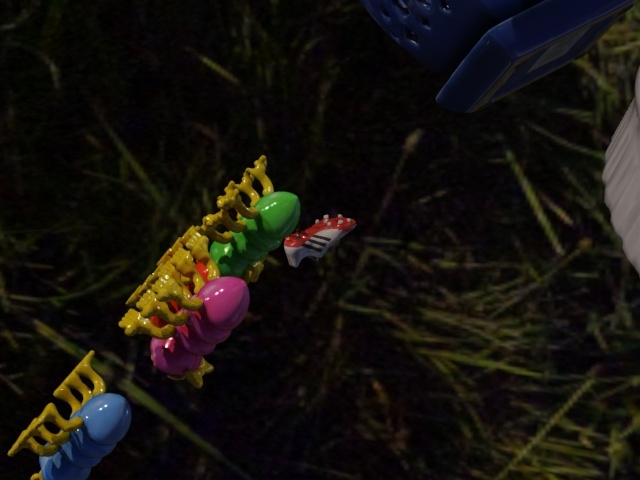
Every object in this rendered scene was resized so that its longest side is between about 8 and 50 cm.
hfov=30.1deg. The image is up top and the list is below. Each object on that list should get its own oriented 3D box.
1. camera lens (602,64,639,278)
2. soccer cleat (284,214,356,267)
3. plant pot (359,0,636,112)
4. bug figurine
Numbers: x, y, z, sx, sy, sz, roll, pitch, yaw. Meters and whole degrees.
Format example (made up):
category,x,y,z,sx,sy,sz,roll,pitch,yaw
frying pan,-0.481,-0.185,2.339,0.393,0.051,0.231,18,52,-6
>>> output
category,x,y,z,sx,sy,sz,roll,pitch,yaw
camera lens,0.234,-0.075,0.322,0.219,0.219,0.274,-8,139,-40
soccer cleat,0.000,0.000,1.147,0.083,0.029,0.036,-22,119,-34
plant pot,0.199,-0.284,1.280,0.236,0.236,0.212,-27,82,-16
bug figurine,-0.103,0.059,0.848,0.072,0.216,0.279,41,32,-6
